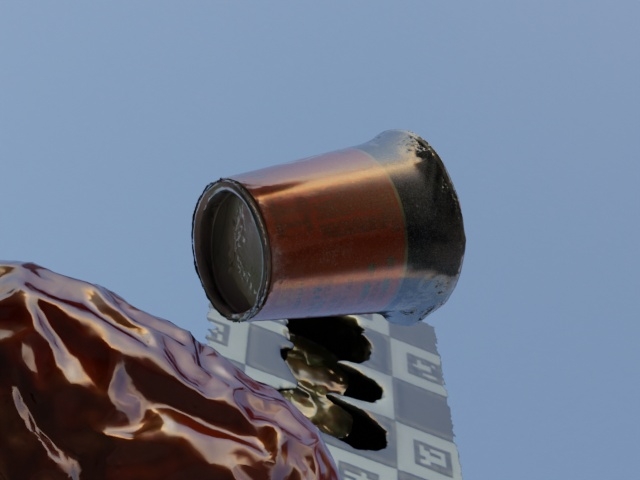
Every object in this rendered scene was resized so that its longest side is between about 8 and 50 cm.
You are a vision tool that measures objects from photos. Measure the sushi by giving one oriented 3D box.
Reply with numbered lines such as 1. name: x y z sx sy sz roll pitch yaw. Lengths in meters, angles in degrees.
1. sushi: -0.010 0.181 1.541 0.296 0.373 0.100 20 -64 -13

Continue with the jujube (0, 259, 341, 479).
1. jujube: -0.078 0.078 0.483 0.176 0.109 0.112 35 -107 -11

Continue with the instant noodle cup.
1. instant noodle cup: -0.001 -0.002 0.872 0.127 0.135 0.127 18 -68 53
